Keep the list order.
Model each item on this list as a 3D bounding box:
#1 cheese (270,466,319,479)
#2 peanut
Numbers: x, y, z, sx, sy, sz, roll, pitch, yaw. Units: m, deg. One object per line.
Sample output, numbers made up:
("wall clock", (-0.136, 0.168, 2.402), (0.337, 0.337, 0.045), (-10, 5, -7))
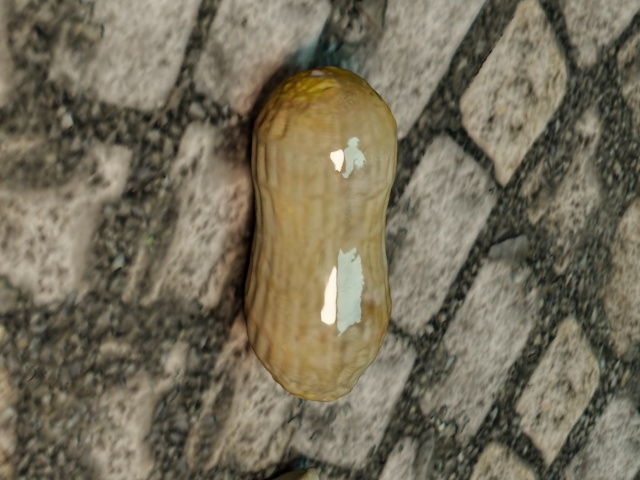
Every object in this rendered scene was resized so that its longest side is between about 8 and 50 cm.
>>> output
("cheese", (-0.137, 0.230, 1.105), (0.400, 0.034, 0.085), (-24, 122, -45))
("peanut", (0.000, 0.000, 1.108), (0.087, 0.087, 0.206), (-24, 126, -44))
